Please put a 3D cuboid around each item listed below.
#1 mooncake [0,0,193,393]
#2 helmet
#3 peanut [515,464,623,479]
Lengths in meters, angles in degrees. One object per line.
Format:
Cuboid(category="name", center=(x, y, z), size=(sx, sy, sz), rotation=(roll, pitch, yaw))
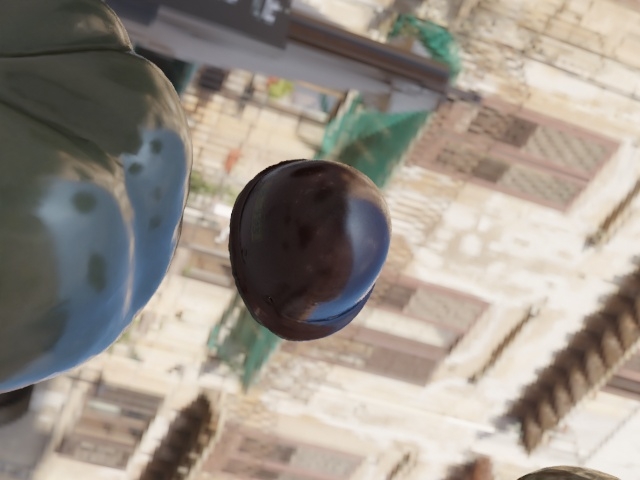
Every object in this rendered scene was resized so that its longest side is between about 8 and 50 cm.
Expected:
Cuboid(category="mooncake", center=(-0.196, -0.041, 0.671), size=(0.275, 0.274, 0.135), rotation=(-98, -167, -50))
Cuboid(category="helmet", center=(0.000, 0.000, 1.195), size=(0.175, 0.155, 0.106), rotation=(-69, -166, -17))
Cuboid(category="peanut", center=(0.175, 0.168, 0.676), size=(0.206, 0.087, 0.087), rotation=(11, -95, 45))
